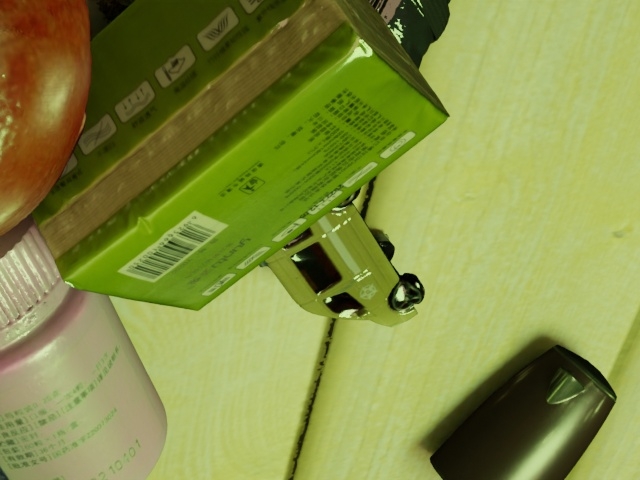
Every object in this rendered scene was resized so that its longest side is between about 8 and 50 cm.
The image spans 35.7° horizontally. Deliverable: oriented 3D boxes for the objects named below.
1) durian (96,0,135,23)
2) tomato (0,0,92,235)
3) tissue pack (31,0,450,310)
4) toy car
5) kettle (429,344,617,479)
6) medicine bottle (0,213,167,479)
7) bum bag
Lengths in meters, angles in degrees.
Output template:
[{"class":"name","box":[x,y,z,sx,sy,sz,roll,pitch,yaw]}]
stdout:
[{"class":"durian","box":[-0.136,-0.200,0.785,0.080,0.080,0.091,32,100,-39]},{"class":"tomato","box":[-0.320,-0.123,0.604,0.335,0.176,0.289,19,104,-2]},{"class":"tissue pack","box":[-0.072,-0.091,0.771,0.275,0.167,0.200,-38,159,15]},{"class":"toy car","box":[0.000,0.000,0.978,0.124,0.101,0.256,-33,129,1]},{"class":"kettle","box":[0.279,0.252,1.282,0.232,0.144,0.202,-47,150,4]},{"class":"medicine bottle","box":[-0.258,0.094,0.850,0.178,0.178,0.290,-26,130,-10]},{"class":"bum bag","box":[0.065,-0.217,0.891,0.123,0.060,0.248,18,109,-35]}]
